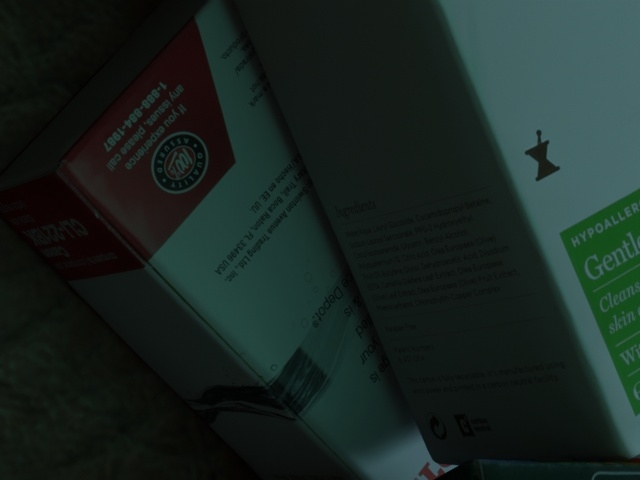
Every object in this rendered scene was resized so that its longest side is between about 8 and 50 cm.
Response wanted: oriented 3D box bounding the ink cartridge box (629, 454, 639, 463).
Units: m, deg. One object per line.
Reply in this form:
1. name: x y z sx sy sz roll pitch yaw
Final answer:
1. ink cartridge box: 0.218 0.141 1.077 0.063 0.029 0.115 32 71 -23

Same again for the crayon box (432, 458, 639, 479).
1. crayon box: 0.077 0.187 0.850 0.203 0.323 0.083 5 64 -29

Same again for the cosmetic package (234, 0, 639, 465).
1. cosmetic package: 0.087 -0.100 0.827 0.197 0.155 0.366 -29 99 -31

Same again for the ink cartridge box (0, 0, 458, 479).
1. ink cartridge box: 0.000 0.000 0.919 0.273 0.114 0.197 47 65 -16
